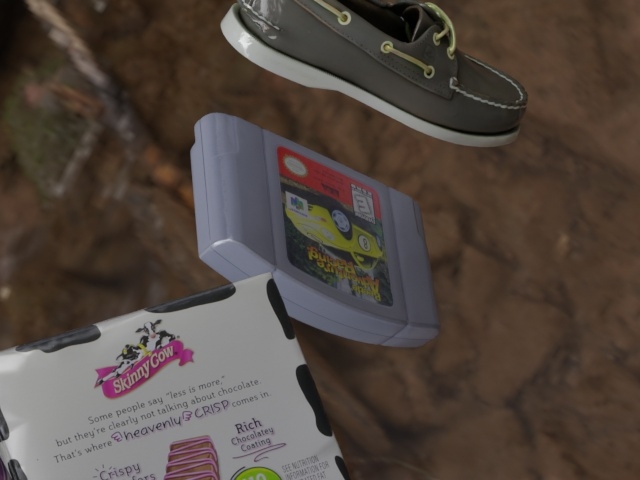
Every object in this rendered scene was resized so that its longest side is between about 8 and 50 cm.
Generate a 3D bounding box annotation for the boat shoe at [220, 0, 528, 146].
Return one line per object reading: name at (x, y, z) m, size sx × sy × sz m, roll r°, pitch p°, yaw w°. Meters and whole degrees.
boat shoe at (0.065, -0.167, 1.727) m, size 0.091 × 0.305 × 0.109 m, roll -59°, pitch 28°, yaw 25°

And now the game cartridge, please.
game cartridge at (0.000, 0.000, 1.996) m, size 0.060 × 0.294 × 0.196 m, roll -36°, pitch 45°, yaw 38°

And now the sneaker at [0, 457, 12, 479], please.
sneaker at (-0.198, 0.049, 0.749) m, size 0.102 × 0.161 × 0.282 m, roll -31°, pitch 35°, yaw -31°

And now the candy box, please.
candy box at (-0.061, 0.150, 0.958) m, size 0.159 × 0.071 × 0.233 m, roll -16°, pitch 75°, yaw -19°
